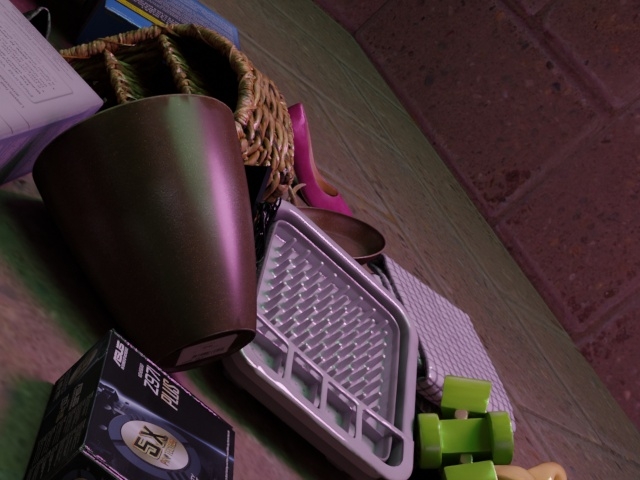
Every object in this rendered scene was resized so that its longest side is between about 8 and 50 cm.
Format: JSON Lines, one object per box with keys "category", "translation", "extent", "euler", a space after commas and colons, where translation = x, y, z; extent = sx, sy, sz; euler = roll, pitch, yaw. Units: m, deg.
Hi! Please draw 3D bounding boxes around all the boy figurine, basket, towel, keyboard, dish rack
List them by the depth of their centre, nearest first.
{"category": "keyboard", "translation": [-0.096, 0.008, 1.244], "extent": [0.100, 0.192, 0.038], "euler": [8, -18, 38]}
{"category": "dish rack", "translation": [-0.003, 0.124, 1.357], "extent": [0.285, 0.072, 0.333], "euler": [41, 29, -18]}
{"category": "basket", "translation": [-0.181, -0.161, 1.397], "extent": [0.223, 0.213, 0.299], "euler": [38, 18, -38]}
{"category": "boy figurine", "translation": [0.280, 0.374, 1.496], "extent": [0.092, 0.177, 0.285], "euler": [8, -21, 34]}
{"category": "towel", "translation": [0.148, 0.178, 1.677], "extent": [0.235, 0.121, 0.283], "euler": [35, 21, -36]}

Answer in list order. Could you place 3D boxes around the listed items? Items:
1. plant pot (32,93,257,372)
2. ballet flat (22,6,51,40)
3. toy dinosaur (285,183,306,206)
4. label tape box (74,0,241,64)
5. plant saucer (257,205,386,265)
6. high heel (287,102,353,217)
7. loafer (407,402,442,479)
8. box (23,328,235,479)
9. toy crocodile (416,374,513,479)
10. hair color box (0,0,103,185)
{"category": "plant pot", "translation": [-0.151, 0.007, 1.136], "extent": [0.215, 0.215, 0.230], "euler": [16, 49, -64]}
{"category": "ballet flat", "translation": [-0.366, -0.250, 1.415], "extent": [0.057, 0.049, 0.173], "euler": [38, 18, -31]}
{"category": "toy dinosaur", "translation": [-0.052, -0.052, 1.845], "extent": [0.092, 0.053, 0.183], "euler": [57, 14, -38]}
{"category": "label tape box", "translation": [-0.240, -0.294, 1.701], "extent": [0.241, 0.106, 0.333], "euler": [30, 20, -20]}
{"category": "plant saucer", "translation": [0.000, 0.000, 1.707], "extent": [0.198, 0.036, 0.198], "euler": [10, 22, -4]}
{"category": "high heel", "translation": [-0.001, -0.134, 2.027], "extent": [0.244, 0.117, 0.082], "euler": [44, 15, -16]}
{"category": "loafer", "translation": [0.121, 0.271, 1.453], "extent": [0.223, 0.076, 0.078], "euler": [59, 12, 19]}
{"category": "box", "translation": [-0.147, 0.179, 0.902], "extent": [0.147, 0.077, 0.180], "euler": [43, 16, -18]}
{"category": "toy crocodile", "translation": [0.178, 0.306, 1.332], "extent": [0.105, 0.115, 0.340], "euler": [88, -2, -54]}
{"category": "hair color box", "translation": [-0.356, -0.139, 1.043], "extent": [0.185, 0.113, 0.374], "euler": [47, 14, -4]}
